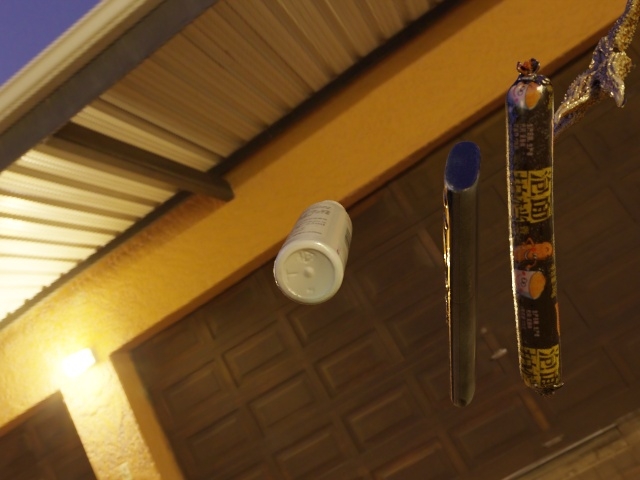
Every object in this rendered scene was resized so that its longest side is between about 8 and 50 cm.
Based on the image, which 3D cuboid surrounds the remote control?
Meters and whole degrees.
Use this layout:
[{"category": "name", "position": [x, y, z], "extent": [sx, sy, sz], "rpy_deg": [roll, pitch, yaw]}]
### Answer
[{"category": "remote control", "position": [0.184, 0.060, 0.788], "extent": [0.044, 0.107, 0.377], "rpy_deg": [0, -50, 14]}]

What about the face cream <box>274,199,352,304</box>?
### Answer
[{"category": "face cream", "position": [0.000, 0.000, 0.799], "extent": [0.082, 0.082, 0.269], "rpy_deg": [-34, 10, 15]}]

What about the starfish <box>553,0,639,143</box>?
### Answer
[{"category": "starfish", "position": [0.504, -0.296, 1.067], "extent": [0.293, 0.084, 0.301], "rpy_deg": [-55, -5, -20]}]

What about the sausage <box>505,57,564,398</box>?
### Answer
[{"category": "sausage", "position": [0.118, 0.002, 0.334], "extent": [0.025, 0.198, 0.028], "rpy_deg": [-19, 21, -28]}]
